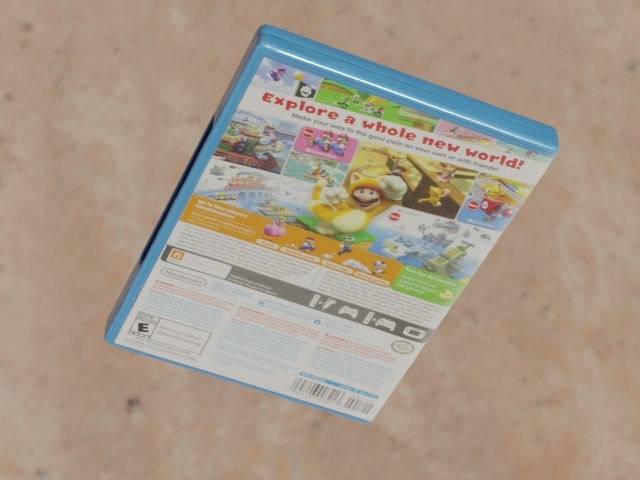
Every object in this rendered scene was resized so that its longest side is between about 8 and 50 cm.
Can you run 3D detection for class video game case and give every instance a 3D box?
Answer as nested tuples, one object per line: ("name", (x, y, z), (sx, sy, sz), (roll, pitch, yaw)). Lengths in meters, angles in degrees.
("video game case", (0.000, 0.000, 0.736), (0.119, 0.166, 0.015), (19, 41, -15))
